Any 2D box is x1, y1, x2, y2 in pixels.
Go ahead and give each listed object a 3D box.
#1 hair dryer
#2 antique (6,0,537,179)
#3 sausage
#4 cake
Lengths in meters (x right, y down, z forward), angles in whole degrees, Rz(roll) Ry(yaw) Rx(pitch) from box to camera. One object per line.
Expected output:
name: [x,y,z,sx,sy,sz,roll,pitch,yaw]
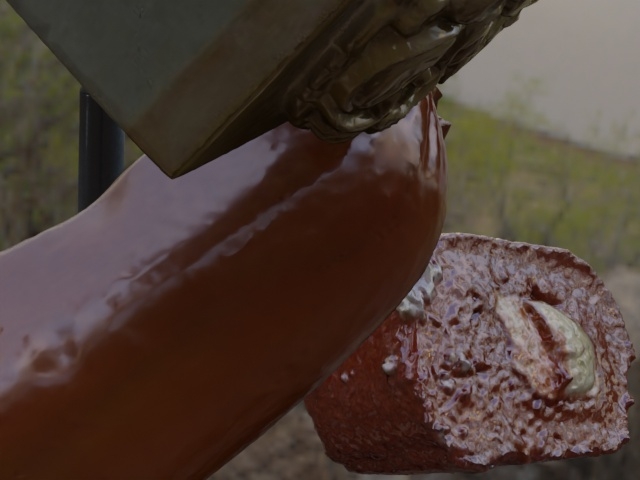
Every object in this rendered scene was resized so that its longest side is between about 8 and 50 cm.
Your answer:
hair dryer: [-0.162,-0.038,1.167,0.173,0.195,0.050,-13,20,-7]
antique: [0.002,-0.113,0.458,0.148,0.147,0.152,48,29,4]
sausage: [-0.093,0.058,0.557,0.348,0.097,0.094,-33,55,-9]
cake: [0.115,0.086,1.379,0.283,0.177,0.151,1,-7,-42]
